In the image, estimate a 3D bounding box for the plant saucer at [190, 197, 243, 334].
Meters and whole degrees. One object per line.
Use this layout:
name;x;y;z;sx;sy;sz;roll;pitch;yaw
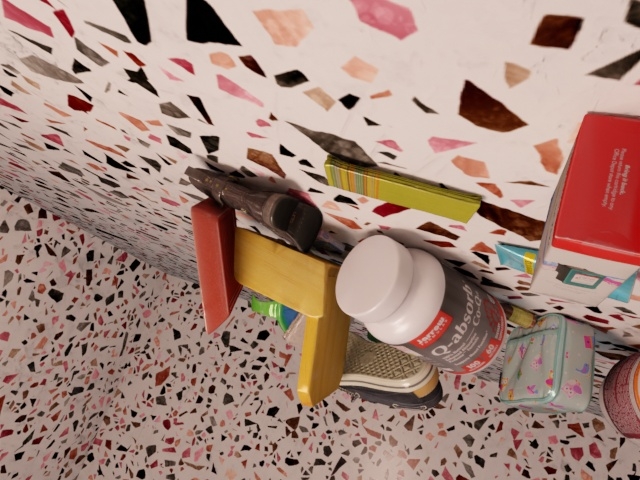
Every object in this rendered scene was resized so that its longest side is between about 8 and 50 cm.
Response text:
plant saucer;-0.213;0.035;1.005;0.047;0.258;0.259;-4;-168;-1

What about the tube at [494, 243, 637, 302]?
tube;0.396;0.047;0.762;0.207;0.052;0.080;16;155;35

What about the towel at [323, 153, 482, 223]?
towel;0.122;-0.078;0.721;0.237;0.021;0.102;17;170;9

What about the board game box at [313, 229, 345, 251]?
board game box;0.000;0.000;1.141;0.090;0.020;0.090;2;156;47

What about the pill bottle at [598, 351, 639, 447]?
pill bottle;0.750;0.342;0.988;0.224;0.224;0.392;14;164;21

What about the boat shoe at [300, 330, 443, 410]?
boat shoe;0.125;0.366;1.297;0.500;0.187;0.156;-6;126;49

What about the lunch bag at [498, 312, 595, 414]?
lunch bag;0.540;0.299;1.127;0.108;0.224;0.279;16;159;0

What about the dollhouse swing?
dollhouse swing;-0.069;0.176;1.127;0.315;0.305;0.347;22;180;18

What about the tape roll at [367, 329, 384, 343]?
tape roll;0.305;0.276;1.420;0.321;0.077;0.321;4;177;0

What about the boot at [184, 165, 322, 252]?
boot;-0.131;-0.074;0.963;0.229;0.091;0.263;23;172;26

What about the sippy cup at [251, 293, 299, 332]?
sippy cup;-0.085;0.223;1.681;0.305;0.240;0.224;41;168;-25

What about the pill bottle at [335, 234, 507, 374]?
pill bottle;0.218;0.142;0.994;0.363;0.210;0.210;29;162;-32

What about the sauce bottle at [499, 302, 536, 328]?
sauce bottle;0.461;0.175;1.125;0.128;0.042;0.042;24;165;-10

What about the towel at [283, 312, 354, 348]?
towel;0.018;0.256;1.550;0.187;0.282;0.049;28;-171;-30

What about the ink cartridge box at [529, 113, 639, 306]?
ink cartridge box;0.278;-0.029;0.464;0.078;0.134;0.231;14;163;22
